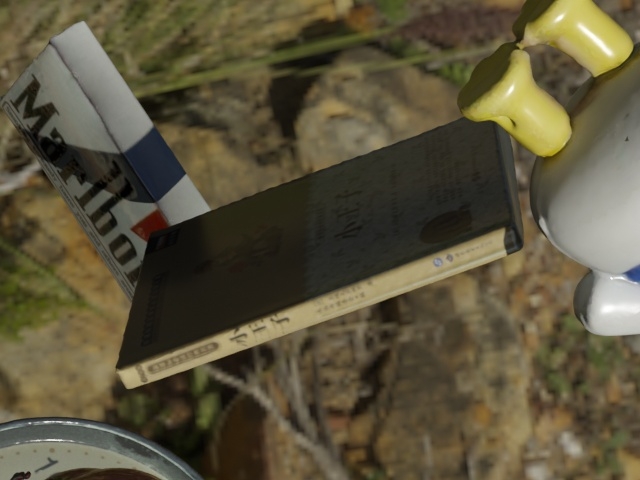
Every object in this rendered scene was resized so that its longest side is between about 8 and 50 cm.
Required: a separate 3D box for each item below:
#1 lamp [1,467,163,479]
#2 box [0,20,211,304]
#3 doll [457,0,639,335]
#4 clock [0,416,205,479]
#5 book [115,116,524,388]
[{"bbox_3d":[-0.150,0.206,0.962,0.140,0.182,0.182,57,27,-26],"label":"lamp"},{"bbox_3d":[-0.119,-0.033,0.968,0.036,0.115,0.177,-34,92,-30],"label":"box"},{"bbox_3d":[0.185,0.008,0.671,0.293,0.138,0.119,37,-1,-13],"label":"doll"},{"bbox_3d":[-0.247,0.341,1.546,0.076,0.386,0.386,112,-12,-49],"label":"clock"},{"bbox_3d":[0.000,0.000,0.792,0.138,0.198,0.016,-87,154,-61],"label":"book"}]
